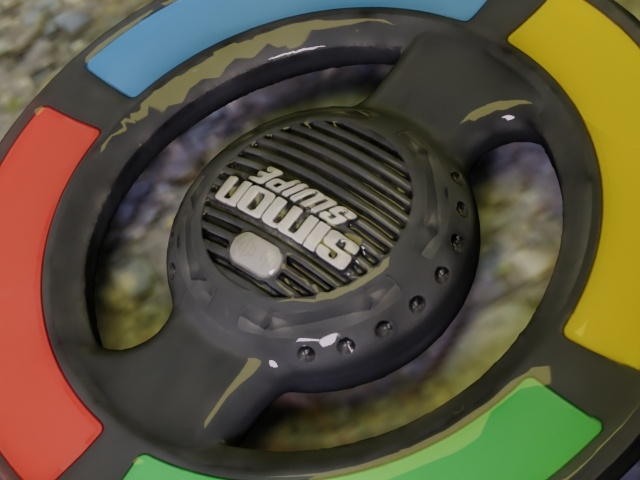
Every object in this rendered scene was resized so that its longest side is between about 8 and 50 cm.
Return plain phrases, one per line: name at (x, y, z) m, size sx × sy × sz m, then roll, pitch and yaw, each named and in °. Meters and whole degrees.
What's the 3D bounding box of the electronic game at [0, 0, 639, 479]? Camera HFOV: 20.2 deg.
electronic game at (0.000, 0.000, 0.513) m, size 0.229 × 0.048 × 0.229 m, roll -8°, pitch 54°, yaw 11°
